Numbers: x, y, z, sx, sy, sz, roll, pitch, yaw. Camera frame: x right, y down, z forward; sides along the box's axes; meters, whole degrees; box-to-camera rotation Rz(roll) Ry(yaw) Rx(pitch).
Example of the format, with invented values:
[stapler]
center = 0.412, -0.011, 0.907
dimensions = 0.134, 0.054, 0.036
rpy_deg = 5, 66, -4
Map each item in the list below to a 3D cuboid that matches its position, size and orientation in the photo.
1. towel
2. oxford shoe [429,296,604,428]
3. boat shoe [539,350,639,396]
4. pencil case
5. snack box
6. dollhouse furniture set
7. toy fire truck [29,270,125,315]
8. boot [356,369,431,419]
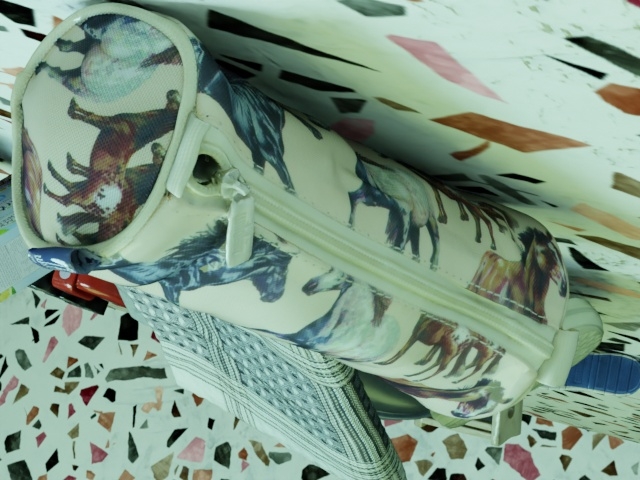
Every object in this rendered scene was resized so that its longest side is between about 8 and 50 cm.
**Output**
[towel]
center = -0.084, 0.085, 1.223
dimensions = 0.324, 0.056, 0.312
rpy_deg = 30, 159, 32
[oxford shoe]
center = 0.163, 0.100, 1.380
dimensions = 0.169, 0.130, 0.449
rpy_deg = -24, 172, -4
[boat shoe]
center = 0.295, 0.155, 1.700
dimensions = 0.183, 0.066, 0.066
rpy_deg = 15, 173, 10
[pencil case]
center = 0.000, 0.000, 0.905
dimensions = 0.410, 0.160, 0.183
rpy_deg = 25, -169, -43
[snack box]
center = -0.345, 0.001, 1.489
dimensions = 0.174, 0.207, 0.070
rpy_deg = 8, 126, 49
[dollhouse furniture set]
center = 0.232, 0.181, 1.908
dimensions = 0.129, 0.129, 0.183
rpy_deg = 10, -166, 35
[toy fire truck]
center = -0.231, 0.067, 1.770
dimensions = 0.246, 0.158, 0.217
rpy_deg = 17, 172, 17
[boot]
center = 0.000, 0.083, 1.557
dimensions = 0.367, 0.146, 0.445
rpy_deg = 17, 168, 6
